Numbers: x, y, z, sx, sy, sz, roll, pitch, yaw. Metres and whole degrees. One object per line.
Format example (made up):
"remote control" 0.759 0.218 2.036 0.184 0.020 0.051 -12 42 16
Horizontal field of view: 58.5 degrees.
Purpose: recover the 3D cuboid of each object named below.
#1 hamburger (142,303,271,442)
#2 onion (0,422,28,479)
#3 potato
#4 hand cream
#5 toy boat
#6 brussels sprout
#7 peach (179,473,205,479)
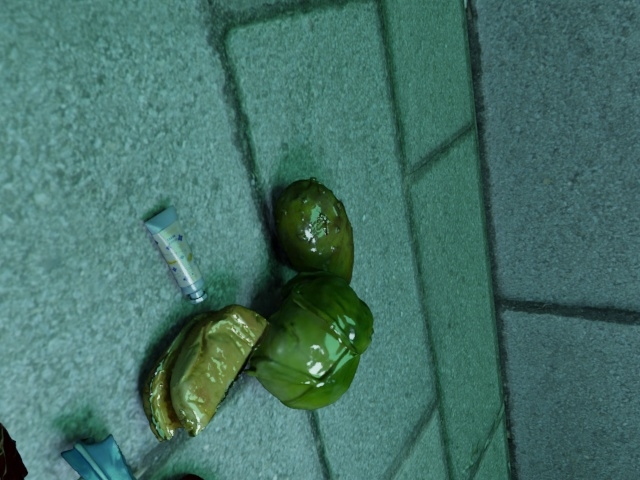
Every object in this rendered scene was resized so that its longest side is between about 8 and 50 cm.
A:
"hamburger" -0.207 0.209 0.971 0.131 0.124 0.262 52 44 -20
"onion" -0.428 0.307 0.556 0.314 0.232 0.314 -6 90 -84
"potato" 0.000 0.000 1.226 0.176 0.141 0.298 -56 135 -29
"hand cream" -0.237 0.030 0.965 0.065 0.043 0.170 -43 124 -42
"toy boat" -0.314 0.378 0.835 0.098 0.109 0.238 -26 121 -25
"brussels sprout" -0.018 0.198 1.131 0.259 0.227 0.294 -50 164 -11
"peach" -0.185 0.487 0.937 0.189 0.068 0.279 60 7 -10
